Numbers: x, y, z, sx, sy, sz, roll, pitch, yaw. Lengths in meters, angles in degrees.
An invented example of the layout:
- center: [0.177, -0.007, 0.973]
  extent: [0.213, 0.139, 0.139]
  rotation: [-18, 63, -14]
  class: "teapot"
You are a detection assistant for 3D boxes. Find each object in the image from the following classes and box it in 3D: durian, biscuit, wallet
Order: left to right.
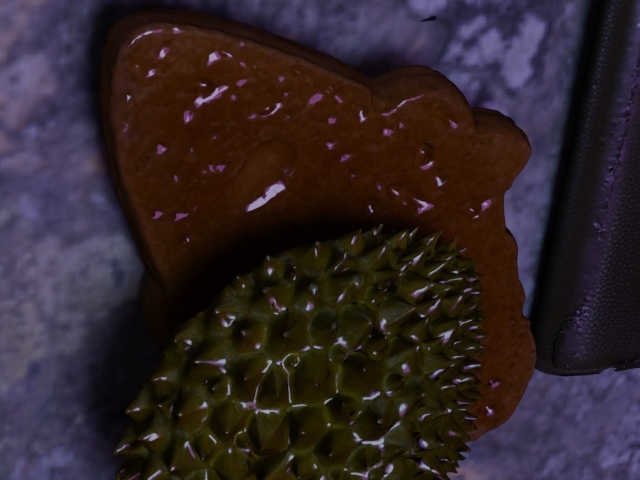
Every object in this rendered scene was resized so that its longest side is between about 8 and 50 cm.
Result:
- center: [-0.012, 0.090, 0.785]
  extent: [0.146, 0.102, 0.208]
  rotation: [16, 116, -39]
  class: "durian"
- center: [0.000, 0.000, 0.815]
  extent: [0.183, 0.043, 0.280]
  rotation: [-45, 126, 2]
  class: "biscuit"
- center: [0.157, -0.035, 0.902]
  extent: [0.110, 0.031, 0.198]
  rotation: [-6, 117, -30]
  class: "wallet"
